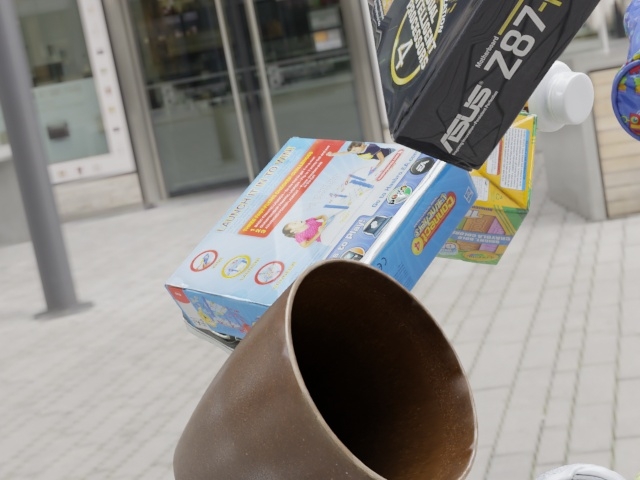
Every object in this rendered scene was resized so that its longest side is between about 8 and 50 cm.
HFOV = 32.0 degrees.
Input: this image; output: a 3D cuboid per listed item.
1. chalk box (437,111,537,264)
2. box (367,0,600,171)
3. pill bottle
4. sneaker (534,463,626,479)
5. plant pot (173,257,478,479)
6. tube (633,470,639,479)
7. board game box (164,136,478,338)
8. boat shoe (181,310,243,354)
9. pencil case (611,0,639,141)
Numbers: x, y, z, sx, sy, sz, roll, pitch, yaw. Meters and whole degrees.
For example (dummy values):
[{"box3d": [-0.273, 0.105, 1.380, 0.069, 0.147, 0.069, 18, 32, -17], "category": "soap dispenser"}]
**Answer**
[{"box3d": [0.230, -0.077, 1.829, 0.179, 0.180, 0.289, 8, -22, 0], "category": "chalk box"}, {"box3d": [0.151, -0.301, 0.959, 0.097, 0.318, 0.395, 20, 39, -20], "category": "box"}, {"box3d": [0.342, -0.244, 1.859, 0.117, 0.117, 0.215, -18, 21, -39], "category": "pill bottle"}, {"box3d": [0.384, 0.378, 1.377, 0.268, 0.101, 0.153, 25, 23, -20], "category": "sneaker"}, {"box3d": [-0.021, 0.164, 0.974, 0.230, 0.215, 0.215, -37, -7, 34], "category": "plant pot"}, {"box3d": [0.599, 0.388, 1.946, 0.070, 0.062, 0.240, 3, 32, 40], "category": "tube"}, {"box3d": [0.000, 0.000, 1.458, 0.302, 0.086, 0.308, 9, 50, 44], "category": "board game box"}, {"box3d": [-0.140, 0.136, 1.790, 0.219, 0.070, 0.078, 17, 49, 30], "category": "boat shoe"}, {"box3d": [0.441, -0.238, 1.424, 0.119, 0.133, 0.306, -12, 25, 25], "category": "pencil case"}]
